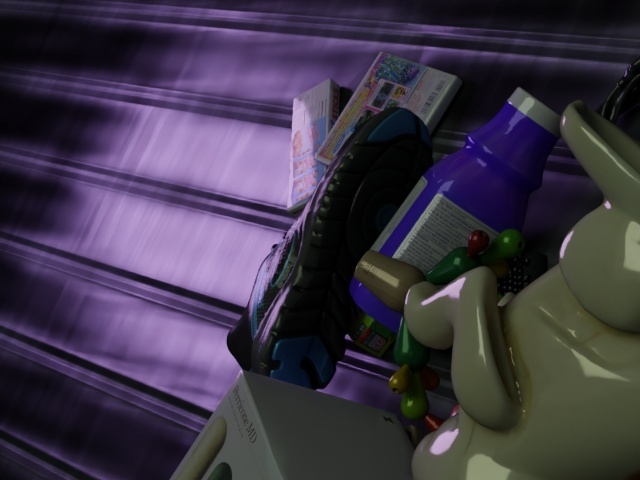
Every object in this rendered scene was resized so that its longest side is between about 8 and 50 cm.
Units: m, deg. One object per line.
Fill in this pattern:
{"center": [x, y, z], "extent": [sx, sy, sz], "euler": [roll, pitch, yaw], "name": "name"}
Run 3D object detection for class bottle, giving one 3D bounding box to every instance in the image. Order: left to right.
{"center": [0.150, -0.027, 1.827], "extent": [0.283, 0.118, 0.092], "euler": [-55, 17, 8], "name": "bottle"}

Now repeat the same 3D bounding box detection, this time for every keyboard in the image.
{"center": [0.200, 0.089, 1.768], "extent": [0.100, 0.038, 0.192], "euler": [-26, 48, 36], "name": "keyboard"}

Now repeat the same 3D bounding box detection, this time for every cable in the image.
{"center": [0.341, -0.122, 1.757], "extent": [0.184, 0.047, 0.150], "euler": [-41, 44, 18], "name": "cable"}

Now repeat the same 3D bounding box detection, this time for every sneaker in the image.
{"center": [0.000, 0.000, 1.918], "extent": [0.139, 0.125, 0.341], "euler": [21, 80, 58], "name": "sneaker"}

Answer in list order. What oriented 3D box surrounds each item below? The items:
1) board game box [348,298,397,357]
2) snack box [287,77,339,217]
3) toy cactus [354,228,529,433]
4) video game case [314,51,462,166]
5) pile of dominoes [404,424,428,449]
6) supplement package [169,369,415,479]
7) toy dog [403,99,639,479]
{"center": [0.088, 0.029, 1.937], "extent": [0.181, 0.043, 0.092], "euler": [-53, 37, 8], "name": "board game box"}
{"center": [-0.008, -0.115, 2.171], "extent": [0.064, 0.022, 0.178], "euler": [-25, 47, 34], "name": "snack box"}
{"center": [0.112, 0.072, 1.744], "extent": [0.180, 0.112, 0.219], "euler": [31, 108, 16], "name": "toy cactus"}
{"center": [0.079, -0.141, 2.075], "extent": [0.143, 0.019, 0.157], "euler": [26, 82, 49], "name": "video game case"}
{"center": [0.079, 0.311, 1.746], "extent": [0.196, 0.040, 0.251], "euler": [-29, 45, 34], "name": "pile of dominoes"}
{"center": [-0.037, 0.304, 1.710], "extent": [0.263, 0.198, 0.199], "euler": [-57, 33, 23], "name": "supplement package"}
{"center": [0.245, 0.151, 1.488], "extent": [0.395, 0.284, 0.408], "euler": [48, 113, 25], "name": "toy dog"}
